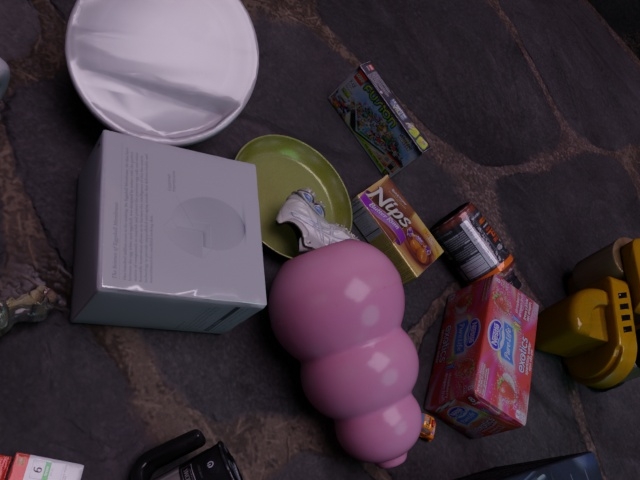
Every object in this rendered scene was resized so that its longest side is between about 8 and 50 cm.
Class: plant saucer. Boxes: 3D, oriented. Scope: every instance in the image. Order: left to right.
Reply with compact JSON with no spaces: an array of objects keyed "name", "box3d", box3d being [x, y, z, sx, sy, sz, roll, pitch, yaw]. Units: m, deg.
[{"name":"plant saucer","box3d":[-0.052,-0.069,1.111,0.241,0.037,0.241,18,57,-29]}]

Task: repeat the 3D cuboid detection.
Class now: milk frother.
[{"name":"milk frother","box3d":[-0.154,0.322,0.788,0.134,0.129,0.143,-26,115,-8]}]

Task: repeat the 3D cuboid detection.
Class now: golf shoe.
[{"name":"golf shoe","box3d":[0.000,0.000,1.059,0.176,0.069,0.086,44,68,-6]}]

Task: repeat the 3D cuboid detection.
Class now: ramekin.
[{"name":"ramekin","box3d":[-0.234,-0.264,0.966,0.272,0.127,0.273,1,87,-16]}]

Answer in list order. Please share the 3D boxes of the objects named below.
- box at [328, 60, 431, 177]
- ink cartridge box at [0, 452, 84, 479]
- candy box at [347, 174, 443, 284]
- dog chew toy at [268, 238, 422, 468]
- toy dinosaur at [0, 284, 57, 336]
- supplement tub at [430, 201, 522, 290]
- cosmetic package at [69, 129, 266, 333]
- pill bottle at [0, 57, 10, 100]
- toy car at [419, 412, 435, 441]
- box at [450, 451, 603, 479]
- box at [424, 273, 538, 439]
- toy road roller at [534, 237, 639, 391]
[{"name":"box","box3d":[0.114,-0.234,1.273,0.036,0.114,0.207,-34,88,-42]},{"name":"ink cartridge box","box3d":[-0.331,0.273,0.721,0.115,0.029,0.063,23,55,-26]},{"name":"candy box","box3d":[0.138,-0.021,1.217,0.109,0.053,0.187,-35,90,-43]},{"name":"dog chew toy","box3d":[0.052,0.170,0.957,0.206,0.206,0.332,-16,84,-41]},{"name":"toy dinosaur","box3d":[-0.433,0.086,0.730,0.268,0.064,0.118,-31,93,-39]},{"name":"supplement tub","box3d":[0.314,0.029,1.285,0.198,0.106,0.106,54,47,-1]},{"name":"cosmetic package","box3d":[-0.211,-0.002,0.888,0.224,0.138,0.224,11,60,-33]},{"name":"pill bottle","box3d":[-0.529,-0.231,0.772,0.264,0.146,0.146,36,50,-16]},{"name":"toy car","box3d":[0.154,0.326,1.045,0.060,0.040,0.122,47,47,-6]},{"name":"box","box3d":[0.240,0.490,0.905,0.395,0.212,0.294,0,67,-36]},{"name":"box","box3d":[0.292,0.204,1.156,0.122,0.128,0.257,35,50,-16]},{"name":"toy road roller","box3d":[0.579,0.145,1.361,0.240,0.202,0.330,17,58,-16]}]
